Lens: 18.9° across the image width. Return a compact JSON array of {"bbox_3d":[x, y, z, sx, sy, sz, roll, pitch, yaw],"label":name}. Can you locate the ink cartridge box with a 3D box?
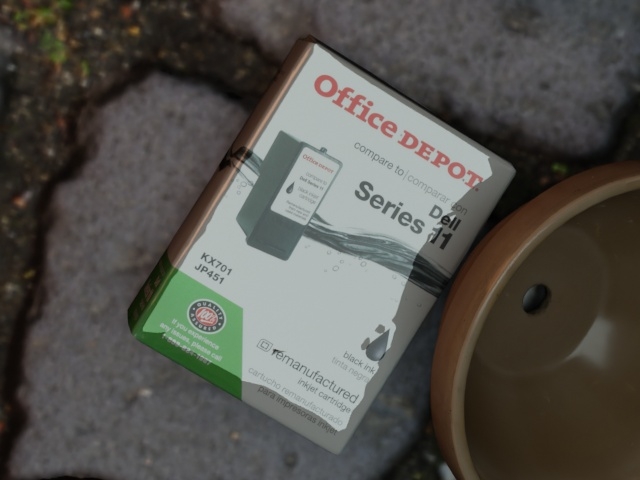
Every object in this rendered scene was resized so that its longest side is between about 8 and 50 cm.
[{"bbox_3d":[0.000,0.000,1.170,0.153,0.087,0.208,31,93,-9],"label":"ink cartridge box"}]

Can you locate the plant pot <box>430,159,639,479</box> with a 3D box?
[{"bbox_3d":[0.156,0.053,1.160,0.237,0.110,0.237,-11,117,-23],"label":"plant pot"}]
